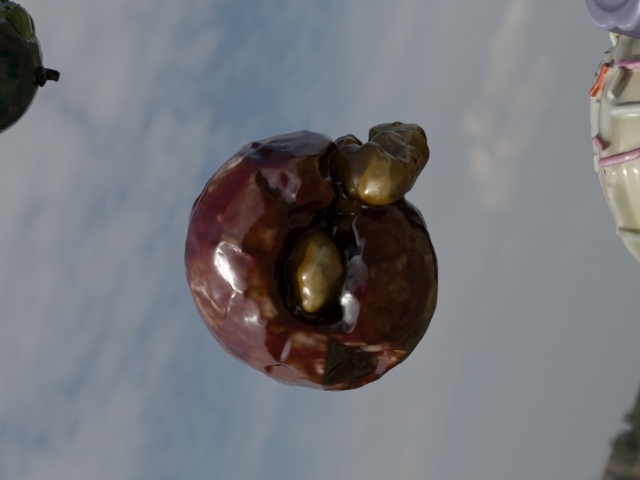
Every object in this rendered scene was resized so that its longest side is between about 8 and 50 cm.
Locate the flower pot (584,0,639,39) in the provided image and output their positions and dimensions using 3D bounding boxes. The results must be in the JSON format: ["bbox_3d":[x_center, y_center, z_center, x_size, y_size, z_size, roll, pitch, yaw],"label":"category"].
[{"bbox_3d":[0.399,-0.297,1.751,0.265,0.243,0.265,173,90,-73],"label":"flower pot"}]

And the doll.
[{"bbox_3d":[-0.470,-0.216,2.065,0.198,0.322,0.186,-15,-68,-86],"label":"doll"}]

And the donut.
[{"bbox_3d":[0.473,-0.132,2.052,0.383,0.142,0.382,-2,-87,-43],"label":"donut"}]

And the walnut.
[{"bbox_3d":[0.000,0.000,1.466,0.244,0.222,0.269,-63,6,-3],"label":"walnut"}]
